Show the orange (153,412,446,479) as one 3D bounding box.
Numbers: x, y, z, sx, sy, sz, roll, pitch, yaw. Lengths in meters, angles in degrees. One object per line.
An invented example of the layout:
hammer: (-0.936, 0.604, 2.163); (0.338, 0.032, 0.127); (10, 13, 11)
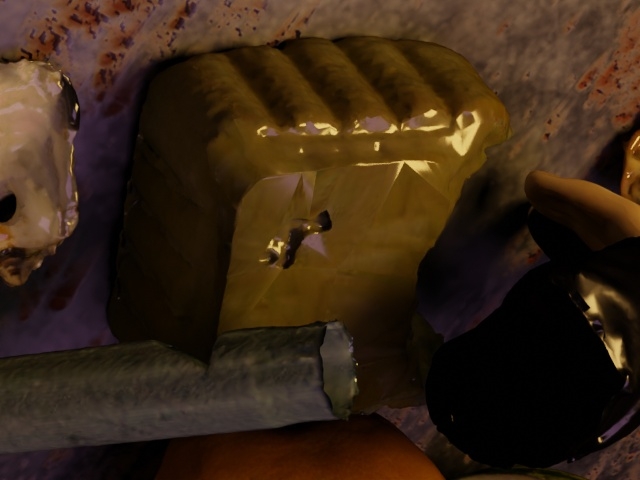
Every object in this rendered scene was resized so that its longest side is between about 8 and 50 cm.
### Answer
orange: (-0.012, 0.197, 1.259); (0.249, 0.249, 0.183); (-5, 101, -26)

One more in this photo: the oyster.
oyster: (-0.181, -0.042, 1.104); (0.122, 0.045, 0.146); (-40, 126, 7)

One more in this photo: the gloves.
gloves: (0.153, 0.056, 1.210); (0.152, 0.301, 0.197); (39, 114, -11)

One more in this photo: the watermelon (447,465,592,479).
watermelon: (0.102, 0.258, 1.435); (0.128, 0.159, 0.303); (30, 111, -10)

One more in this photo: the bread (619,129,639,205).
bread: (0.338, -0.070, 1.318); (0.260, 0.129, 0.134); (-43, 140, 7)

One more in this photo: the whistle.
whistle: (-0.131, 0.091, 1.112); (0.312, 0.062, 0.062); (-8, 136, 20)

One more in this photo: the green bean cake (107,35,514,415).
green bean cake: (0.000, 0.000, 1.183); (0.233, 0.124, 0.236); (-6, 125, -26)
